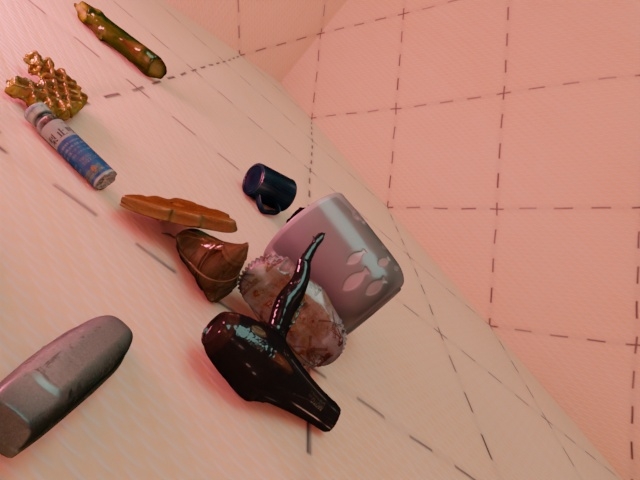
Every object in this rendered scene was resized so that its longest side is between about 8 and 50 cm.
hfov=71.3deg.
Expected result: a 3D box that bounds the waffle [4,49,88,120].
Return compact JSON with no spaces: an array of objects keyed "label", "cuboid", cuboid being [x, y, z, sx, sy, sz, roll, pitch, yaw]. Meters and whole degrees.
[{"label":"waffle","cuboid":[-0.577,-0.320,0.940,0.149,0.051,0.194,35,25,-25]}]

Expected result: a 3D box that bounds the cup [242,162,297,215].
[{"label":"cup","cuboid":[-0.155,-0.158,1.396,0.138,0.113,0.150,24,25,-43]}]

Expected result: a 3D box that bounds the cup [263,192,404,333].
[{"label":"cup","cuboid":[0.009,0.089,1.058,0.356,0.259,0.275,-30,73,-39]}]

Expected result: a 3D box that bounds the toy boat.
[{"label":"toy boat","cuboid":[-0.288,0.149,0.513,0.078,0.085,0.260,43,7,-7]}]

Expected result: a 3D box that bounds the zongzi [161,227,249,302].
[{"label":"zongzi","cuboid":[-0.210,-0.002,0.841,0.081,0.178,0.189,-24,66,-42]}]

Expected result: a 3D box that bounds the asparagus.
[{"label":"asparagus","cuboid":[-0.659,-0.659,1.457,0.343,0.082,0.085,38,23,-16]}]

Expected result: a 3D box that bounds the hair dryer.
[{"label":"hair dryer","cuboid":[-0.029,0.137,0.817,0.303,0.120,0.360,41,53,-25]}]

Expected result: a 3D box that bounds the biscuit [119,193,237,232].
[{"label":"biscuit","cuboid":[-0.289,-0.055,0.903,0.212,0.041,0.238,24,11,39]}]

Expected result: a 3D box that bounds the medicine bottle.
[{"label":"medicine bottle","cuboid":[-0.475,-0.178,0.850,0.191,0.051,0.051,44,18,-2]}]

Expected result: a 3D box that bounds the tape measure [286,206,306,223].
[{"label":"tape measure","cuboid":[0.000,0.000,1.396,0.186,0.112,0.199,18,37,-41]}]

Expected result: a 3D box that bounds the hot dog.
[{"label":"hot dog","cuboid":[-0.052,0.143,0.905,0.268,0.144,0.075,51,-5,-3]}]
